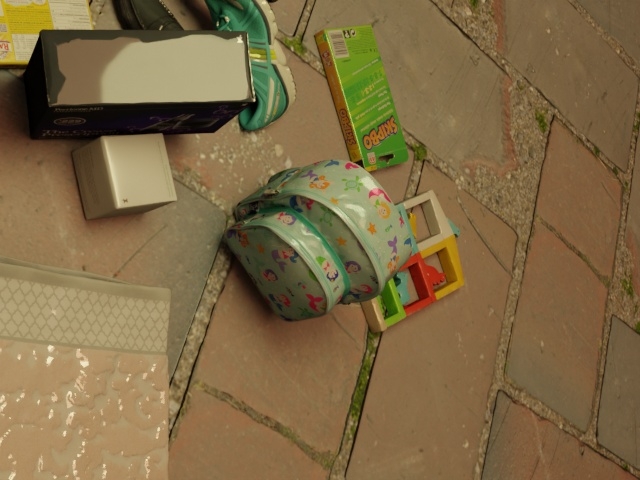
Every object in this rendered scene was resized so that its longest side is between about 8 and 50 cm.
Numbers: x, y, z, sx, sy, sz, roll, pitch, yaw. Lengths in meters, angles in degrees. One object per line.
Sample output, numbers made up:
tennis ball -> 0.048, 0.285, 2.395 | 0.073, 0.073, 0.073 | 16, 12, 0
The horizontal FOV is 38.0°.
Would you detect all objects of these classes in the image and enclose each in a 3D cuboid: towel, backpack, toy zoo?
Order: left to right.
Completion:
towel -> -0.316, 0.190, 1.157 | 0.332, 0.053, 0.317 | 16, 69, -49
backpack -> 0.000, 0.000, 1.386 | 0.191, 0.253, 0.225 | -46, 112, -38
toy zoo -> 0.163, 0.025, 1.677 | 0.293, 0.030, 0.192 | -23, 95, -42

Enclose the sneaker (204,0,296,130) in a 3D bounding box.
sneaker -> -0.122, -0.293, 1.424 | 0.110, 0.107, 0.275 | -43, 126, -27

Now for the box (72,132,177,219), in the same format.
box -> -0.269, -0.089, 1.277 | 0.102, 0.087, 0.101 | -11, 87, -43

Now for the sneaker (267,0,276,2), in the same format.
sneaker -> -0.160, -0.420, 1.475 | 0.222, 0.083, 0.118 | 34, 78, -39

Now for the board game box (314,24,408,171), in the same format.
board game box -> 0.077, -0.254, 1.664 | 0.124, 0.039, 0.259 | -18, 89, -42

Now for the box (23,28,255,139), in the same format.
box -> -0.241, -0.202, 1.218 | 0.261, 0.184, 0.103 | -5, 83, -24

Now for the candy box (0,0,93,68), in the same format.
candy box -> -0.400, -0.284, 1.247 | 0.206, 0.027, 0.105 | -9, 89, -42

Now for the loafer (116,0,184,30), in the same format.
loafer -> -0.224, -0.296, 1.373 | 0.076, 0.078, 0.223 | -40, 107, -41
